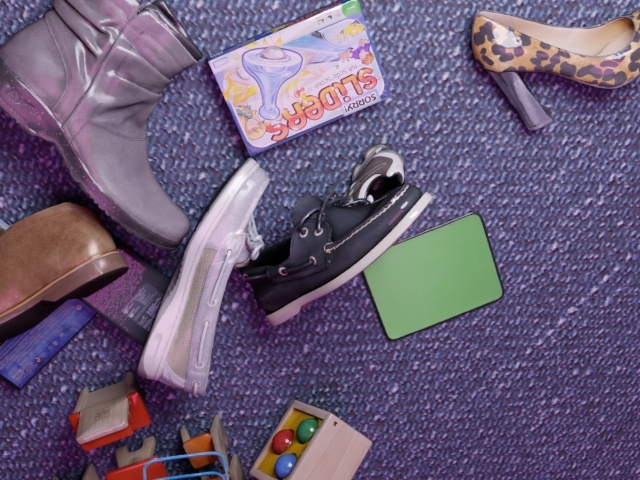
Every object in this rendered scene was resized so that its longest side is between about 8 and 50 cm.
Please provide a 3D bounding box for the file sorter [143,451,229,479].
[{"bbox_3d":[-0.177,0.381,1.262,0.118,0.104,0.170,-5,124,-13],"label":"file sorter"}]

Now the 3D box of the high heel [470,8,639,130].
[{"bbox_3d":[0.328,-0.276,1.197,0.261,0.093,0.186,-34,120,15],"label":"high heel"}]

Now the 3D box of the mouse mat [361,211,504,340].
[{"bbox_3d":[0.162,0.054,1.356,0.189,0.007,0.153,-21,114,0],"label":"mouse mat"}]

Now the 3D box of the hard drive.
[{"bbox_3d":[-0.252,0.075,1.270,0.135,0.022,0.094,41,86,-23],"label":"hard drive"}]

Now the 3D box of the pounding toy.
[{"bbox_3d":[-0.052,0.339,1.354,0.094,0.181,0.206,39,74,-21],"label":"pounding toy"}]

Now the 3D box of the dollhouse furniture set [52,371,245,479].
[{"bbox_3d":[-0.259,0.332,1.325,0.262,0.135,0.259,-20,114,-1],"label":"dollhouse furniture set"}]

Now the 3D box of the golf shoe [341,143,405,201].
[{"bbox_3d":[0.053,-0.029,1.255,0.077,0.094,0.198,17,110,-17],"label":"golf shoe"}]

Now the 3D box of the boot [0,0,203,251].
[{"bbox_3d":[-0.222,-0.160,1.146,0.222,0.118,0.338,-41,117,2],"label":"boot"}]

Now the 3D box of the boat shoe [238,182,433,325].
[{"bbox_3d":[0.002,-0.002,1.184,0.113,0.340,0.127,49,53,-3],"label":"boat shoe"}]

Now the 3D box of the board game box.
[{"bbox_3d":[-0.025,-0.209,1.197,0.201,0.035,0.136,-24,114,0],"label":"board game box"}]

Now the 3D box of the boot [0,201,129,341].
[{"bbox_3d":[-0.398,0.057,1.202,0.305,0.112,0.115,-29,84,8],"label":"boot"}]

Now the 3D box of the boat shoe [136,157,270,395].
[{"bbox_3d":[-0.136,0.048,1.222,0.103,0.118,0.320,24,96,-8],"label":"boat shoe"}]

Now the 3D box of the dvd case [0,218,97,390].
[{"bbox_3d":[-0.441,0.068,1.246,0.180,0.022,0.253,-44,113,10],"label":"dvd case"}]
